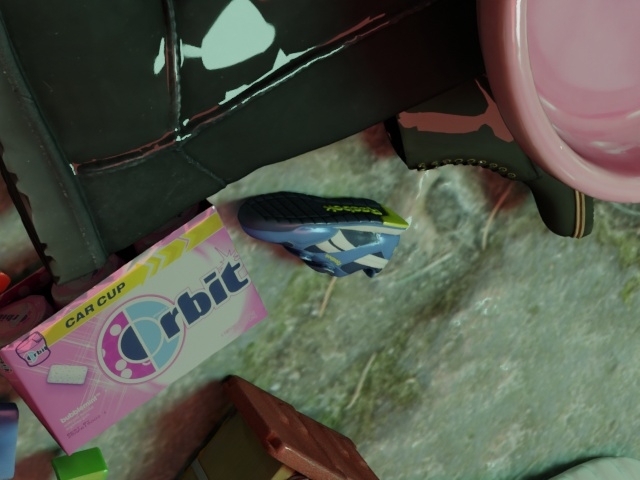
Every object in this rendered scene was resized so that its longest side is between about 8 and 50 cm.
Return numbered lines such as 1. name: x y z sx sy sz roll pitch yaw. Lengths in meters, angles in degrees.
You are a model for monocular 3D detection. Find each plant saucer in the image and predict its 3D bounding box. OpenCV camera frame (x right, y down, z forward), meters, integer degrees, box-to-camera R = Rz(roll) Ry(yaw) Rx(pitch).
1. plant saucer: 0.221 -0.191 1.040 0.332 0.084 0.332 -16 120 -31

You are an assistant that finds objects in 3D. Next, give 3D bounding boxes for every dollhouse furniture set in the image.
1. dollhouse furniture set: -0.013 0.292 1.163 0.152 0.374 0.201 34 100 -36

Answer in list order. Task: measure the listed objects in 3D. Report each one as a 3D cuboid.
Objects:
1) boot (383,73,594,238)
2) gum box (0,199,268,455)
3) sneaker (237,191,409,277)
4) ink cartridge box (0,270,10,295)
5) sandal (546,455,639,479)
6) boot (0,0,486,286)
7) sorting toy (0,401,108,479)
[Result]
1. boot: 0.125 -0.065 1.227 0.137 0.077 0.198 -28 116 -7
2. gum box: -0.144 0.056 1.123 0.188 0.062 0.107 -35 127 -15
3. sneaker: 0.000 0.000 1.197 0.144 0.053 0.059 6 117 -33
4. ink cartridge box: -0.415 0.081 0.973 0.385 0.091 0.308 32 99 -39
5. sandal: 0.151 0.309 1.441 0.416 0.169 0.102 -7 162 -28
6. boot: -0.027 -0.208 0.986 0.445 0.146 0.367 -26 137 -11
7. sorting toy: -0.270 0.282 1.196 0.196 0.047 0.348 13 111 -28
